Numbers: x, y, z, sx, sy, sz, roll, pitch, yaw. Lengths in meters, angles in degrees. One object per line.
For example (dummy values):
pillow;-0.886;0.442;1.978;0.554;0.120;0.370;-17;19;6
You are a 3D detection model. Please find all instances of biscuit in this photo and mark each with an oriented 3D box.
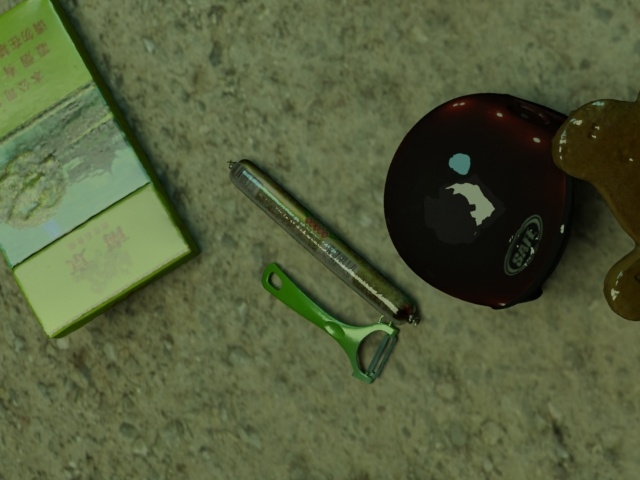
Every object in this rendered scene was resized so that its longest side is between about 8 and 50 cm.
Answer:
biscuit;0.324;-0.011;1.534;0.197;0.049;0.301;-30;100;-1

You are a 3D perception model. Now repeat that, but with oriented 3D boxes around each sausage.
sausage;0.000;0.000;1.791;0.269;0.033;0.033;41;116;19

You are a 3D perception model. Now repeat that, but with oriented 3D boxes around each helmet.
helmet;0.155;-0.038;1.613;0.189;0.193;0.216;-67;23;20

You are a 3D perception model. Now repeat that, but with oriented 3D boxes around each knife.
knife;0.003;0.074;1.808;0.166;0.023;0.078;35;109;21

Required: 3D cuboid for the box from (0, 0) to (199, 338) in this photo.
box;-0.289;-0.082;1.910;0.187;0.047;0.335;-31;81;8
